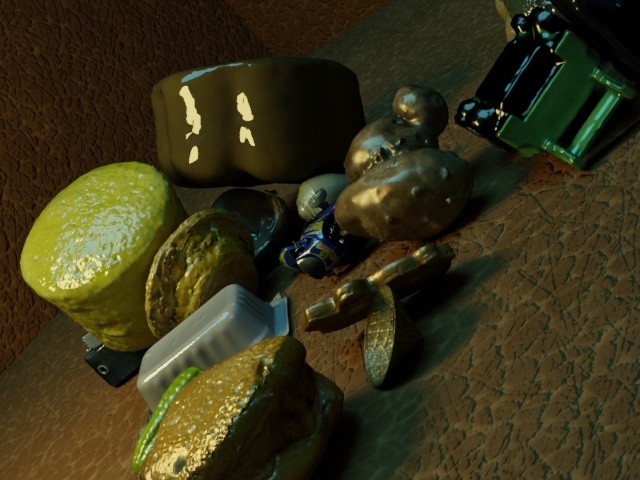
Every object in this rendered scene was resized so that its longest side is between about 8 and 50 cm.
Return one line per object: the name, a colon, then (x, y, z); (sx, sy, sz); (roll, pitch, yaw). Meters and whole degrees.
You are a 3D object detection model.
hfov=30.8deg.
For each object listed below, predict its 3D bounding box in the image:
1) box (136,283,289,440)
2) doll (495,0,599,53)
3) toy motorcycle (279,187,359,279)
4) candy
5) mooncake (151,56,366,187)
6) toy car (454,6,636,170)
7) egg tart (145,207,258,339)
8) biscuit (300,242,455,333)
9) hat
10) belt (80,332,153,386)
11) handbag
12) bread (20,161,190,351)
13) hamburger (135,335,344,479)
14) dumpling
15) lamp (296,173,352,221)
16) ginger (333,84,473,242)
box: (-0.214, 0.202, 2.109); (0.337, 0.106, 0.264); (-40, 16, 8)
doll: (0.431, -0.435, 2.116); (0.247, 0.247, 0.349); (-36, 22, 19)
toy motorcycle: (0.000, 0.000, 2.145); (0.169, 0.113, 0.315); (-54, 11, -16)
candy: (-0.238, 0.304, 1.913); (0.097, 0.097, 0.209); (-18, 30, 56)
mooncake: (-0.134, -0.243, 2.532); (0.467, 0.262, 0.467); (-5, 1, 0)
toy car: (0.343, -0.230, 1.824); (0.213, 0.176, 0.358); (-58, 5, 7)
egg tart: (-0.213, 0.083, 2.268); (0.123, 0.294, 0.294); (19, 54, 32)
biscuit: (0.091, 0.076, 1.710); (0.249, 0.035, 0.184); (-29, -16, 13)
hat: (0.111, 0.134, 1.604); (0.146, 0.067, 0.146); (-174, 90, -77)
belt: (-0.420, 0.207, 2.544); (0.218, 0.128, 0.122); (-40, 10, 0)
handbag: (0.445, -0.341, 1.753); (0.118, 0.269, 0.325); (-43, 24, 13)
bread: (-0.407, 0.044, 2.380); (0.348, 0.307, 0.348); (-15, 44, 15)
hamburger: (-0.114, 0.272, 1.547); (0.314, 0.170, 0.290); (-30, 16, 39)
dumpling: (-0.158, -0.009, 2.520); (0.293, 0.163, 0.204); (-12, 77, 50)
lamp: (0.037, -0.103, 2.374); (0.193, 0.106, 0.106); (-34, 14, -11)
ginger: (0.134, -0.125, 1.954); (0.245, 0.155, 0.304); (-33, 40, 26)
